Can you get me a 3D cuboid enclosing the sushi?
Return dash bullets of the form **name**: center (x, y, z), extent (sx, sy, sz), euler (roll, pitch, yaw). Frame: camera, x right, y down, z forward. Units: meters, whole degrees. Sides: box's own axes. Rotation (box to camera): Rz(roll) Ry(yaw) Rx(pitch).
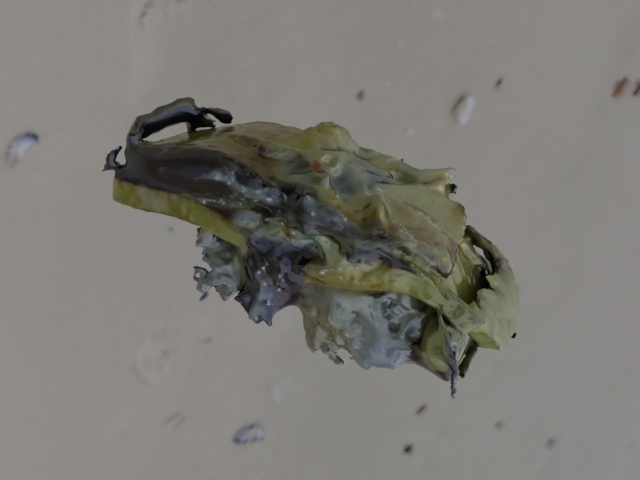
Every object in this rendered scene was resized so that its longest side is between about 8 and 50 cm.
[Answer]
- **sushi**: center (0.002, -0.006, 0.859), extent (0.139, 0.291, 0.131), euler (-38, 147, -58)
